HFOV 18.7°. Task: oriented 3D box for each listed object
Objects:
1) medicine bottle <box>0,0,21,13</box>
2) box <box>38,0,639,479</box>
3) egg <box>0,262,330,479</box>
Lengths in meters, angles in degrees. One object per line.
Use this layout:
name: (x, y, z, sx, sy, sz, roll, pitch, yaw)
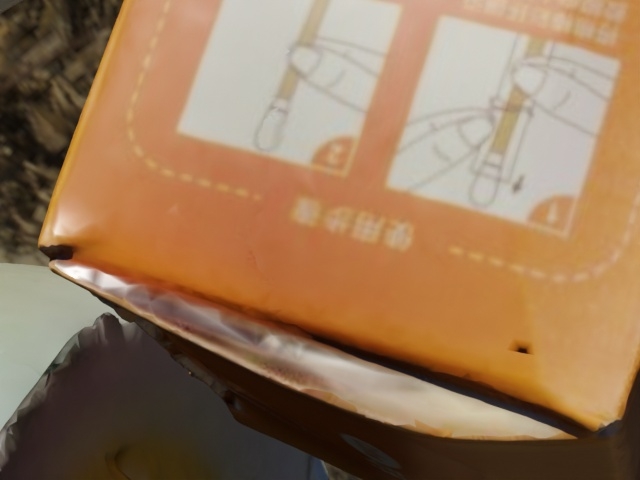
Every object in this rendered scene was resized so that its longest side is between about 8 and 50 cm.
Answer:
medicine bottle: (-0.219, -0.204, 1.183, 0.237, 0.139, 0.139, -33, 88, -3)
box: (0.067, -0.098, 0.542, 0.143, 0.225, 0.341, 15, 78, 14)
egg: (-0.199, 0.185, 0.796, 0.340, 0.354, 0.354, 0, 86, 25)
